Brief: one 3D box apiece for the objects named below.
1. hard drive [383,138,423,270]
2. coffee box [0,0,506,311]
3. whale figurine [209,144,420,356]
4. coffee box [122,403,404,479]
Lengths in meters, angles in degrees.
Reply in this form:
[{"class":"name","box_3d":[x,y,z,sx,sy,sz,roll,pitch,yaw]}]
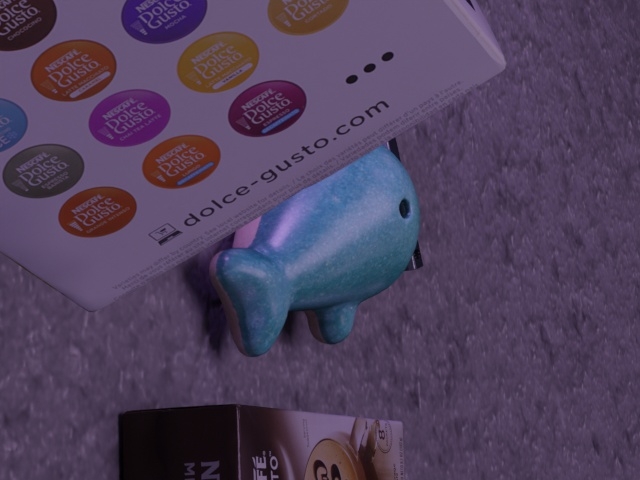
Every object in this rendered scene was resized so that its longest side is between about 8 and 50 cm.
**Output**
[{"class":"hard drive","box_3d":[0.048,-0.034,1.859,0.022,0.094,0.135,-23,104,-50]},{"class":"coffee box","box_3d":[-0.143,-0.222,1.195,0.334,0.338,0.338,42,22,-50]},{"class":"whale figurine","box_3d":[0.000,0.000,1.717,0.272,0.141,0.216,-46,123,-54]},{"class":"coffee box","box_3d":[-0.041,0.235,1.607,0.297,0.119,0.168,14,72,-60]}]
